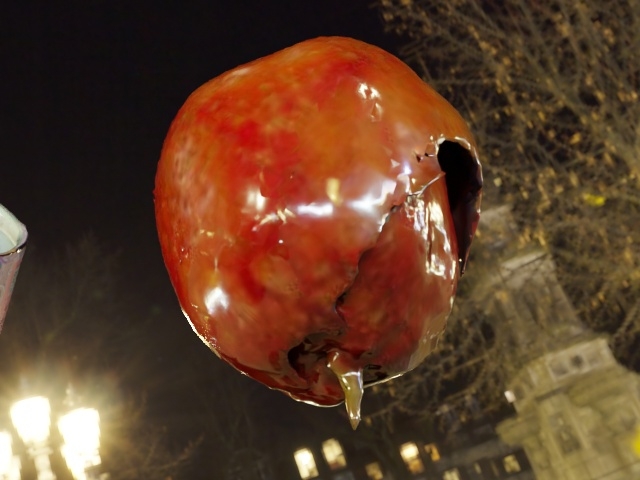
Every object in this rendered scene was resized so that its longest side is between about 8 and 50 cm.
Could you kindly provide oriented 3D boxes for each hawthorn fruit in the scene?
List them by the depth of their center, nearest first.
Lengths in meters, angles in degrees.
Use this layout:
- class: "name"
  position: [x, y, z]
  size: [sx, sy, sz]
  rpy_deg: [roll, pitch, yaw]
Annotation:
- class: "hawthorn fruit"
  position: [0.000, 0.000, 0.412]
  size: [0.148, 0.172, 0.148]
  rpy_deg: [-3, -41, -3]

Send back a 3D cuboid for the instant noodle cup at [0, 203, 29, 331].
- class: "instant noodle cup"
  position: [-0.409, 0.068, 0.911]
  size: [0.243, 0.243, 0.231]
  rpy_deg: [9, -69, -47]
